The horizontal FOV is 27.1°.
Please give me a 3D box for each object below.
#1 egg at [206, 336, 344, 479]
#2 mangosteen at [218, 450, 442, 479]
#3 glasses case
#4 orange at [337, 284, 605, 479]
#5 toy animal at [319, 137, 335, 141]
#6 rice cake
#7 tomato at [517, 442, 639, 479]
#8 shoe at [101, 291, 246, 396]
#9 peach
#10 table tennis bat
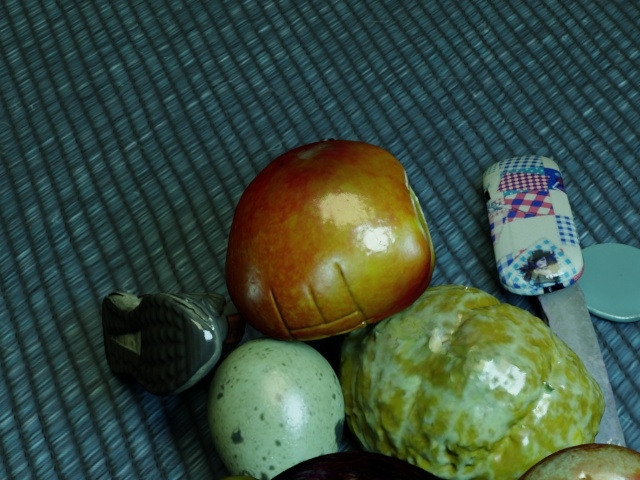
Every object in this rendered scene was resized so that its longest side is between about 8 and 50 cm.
[{"bbox_3d":[-0.055,0.232,1.692,0.177,0.177,0.228,-5,60,-7],"label":"egg"},{"bbox_3d":[-0.006,0.412,1.413,0.435,0.382,0.382,-9,40,30],"label":"mangosteen"},{"bbox_3d":[0.315,-0.029,1.991,0.125,0.076,0.327,-9,35,7],"label":"glasses case"},{"bbox_3d":[0.171,0.186,1.705,0.369,0.210,0.271,28,74,29],"label":"orange"},{"bbox_3d":[0.001,-0.013,1.931,0.187,0.165,0.235,34,44,-8],"label":"toy animal"},{"bbox_3d":[0.358,0.212,1.800,0.070,0.064,0.399,-8,46,3],"label":"rice cake"},{"bbox_3d":[0.327,0.378,1.530,0.270,0.222,0.270,-4,53,6],"label":"tomato"},{"bbox_3d":[-0.167,0.125,1.757,0.171,0.132,0.336,-5,3,-27],"label":"shoe"},{"bbox_3d":[0.000,0.000,1.710,0.275,0.248,0.245,-23,88,3],"label":"peach"},{"bbox_3d":[0.469,0.082,1.947,0.153,0.040,0.244,-31,51,-27],"label":"table tennis bat"}]
